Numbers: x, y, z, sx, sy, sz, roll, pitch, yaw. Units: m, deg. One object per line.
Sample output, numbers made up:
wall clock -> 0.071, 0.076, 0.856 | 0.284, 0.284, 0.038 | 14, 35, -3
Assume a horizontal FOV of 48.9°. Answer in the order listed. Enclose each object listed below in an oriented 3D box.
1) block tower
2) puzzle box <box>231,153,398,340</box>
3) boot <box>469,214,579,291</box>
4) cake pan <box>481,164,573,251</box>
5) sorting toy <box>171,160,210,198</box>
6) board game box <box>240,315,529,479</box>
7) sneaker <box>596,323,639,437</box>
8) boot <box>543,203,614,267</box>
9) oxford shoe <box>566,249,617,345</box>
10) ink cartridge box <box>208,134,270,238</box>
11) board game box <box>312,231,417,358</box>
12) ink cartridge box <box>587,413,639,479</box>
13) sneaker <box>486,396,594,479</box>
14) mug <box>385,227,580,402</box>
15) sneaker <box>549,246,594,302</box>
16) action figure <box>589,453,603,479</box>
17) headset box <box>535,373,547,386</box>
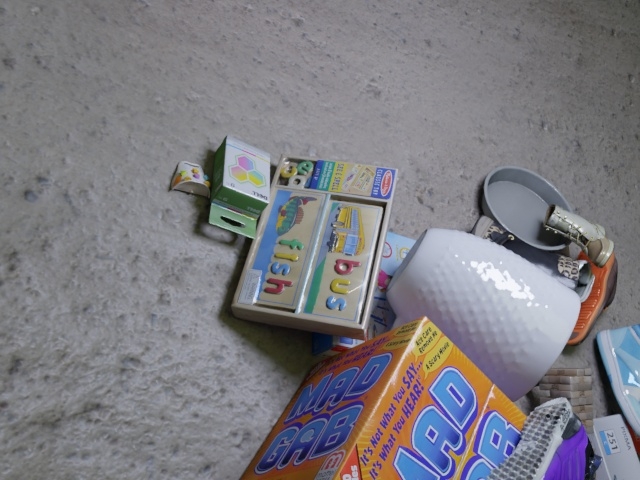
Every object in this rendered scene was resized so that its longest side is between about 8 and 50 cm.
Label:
block tower -> 0.584, 0.472, 1.663 | 0.091, 0.097, 0.335 | 6, 79, -36
puzzle box -> 0.000, 0.000, 1.476 | 0.272, 0.052, 0.409 | 9, 57, 9
boot -> 0.463, 0.115, 1.717 | 0.284, 0.138, 0.377 | 23, 44, 11
cake pan -> 0.574, -0.082, 1.968 | 0.293, 0.054, 0.293 | 12, 51, -16
sorting toy -> -0.267, -0.135, 1.470 | 0.083, 0.045, 0.075 | 12, 42, -30
board game box -> 0.124, 0.421, 1.248 | 0.356, 0.356, 0.356 | 44, 50, -9
sneaker -> 0.880, 0.354, 1.866 | 0.127, 0.208, 0.319 | 33, 39, -47
boot -> 0.675, -0.016, 1.855 | 0.165, 0.077, 0.213 | 28, 26, -2
oxford shoe -> 0.765, 0.169, 1.972 | 0.132, 0.130, 0.363 | 52, 56, -24
ink cartridge box -> -0.167, -0.114, 1.480 | 0.109, 0.062, 0.209 | 21, 45, -25
board game box -> 0.132, 0.128, 1.578 | 0.302, 0.086, 0.308 | 17, 59, -28
ink cartridge box -> 0.800, 0.600, 1.818 | 0.261, 0.066, 0.296 | 1, 67, -33
sneaker -> 0.370, 0.393, 1.135 | 0.293, 0.102, 0.146 | -37, 93, -41
mug -> 0.288, 0.171, 1.454 | 0.328, 0.276, 0.374 | 34, 81, 3
sneaker -> 0.680, 0.081, 1.927 | 0.108, 0.169, 0.292 | 35, 51, -13
action figure -> 0.443, 0.563, 1.525 | 0.330, 0.178, 0.341 | 44, 75, -15
headset box -> 0.530, 0.332, 1.752 | 0.032, 0.083, 0.062 | -6, 72, -37
